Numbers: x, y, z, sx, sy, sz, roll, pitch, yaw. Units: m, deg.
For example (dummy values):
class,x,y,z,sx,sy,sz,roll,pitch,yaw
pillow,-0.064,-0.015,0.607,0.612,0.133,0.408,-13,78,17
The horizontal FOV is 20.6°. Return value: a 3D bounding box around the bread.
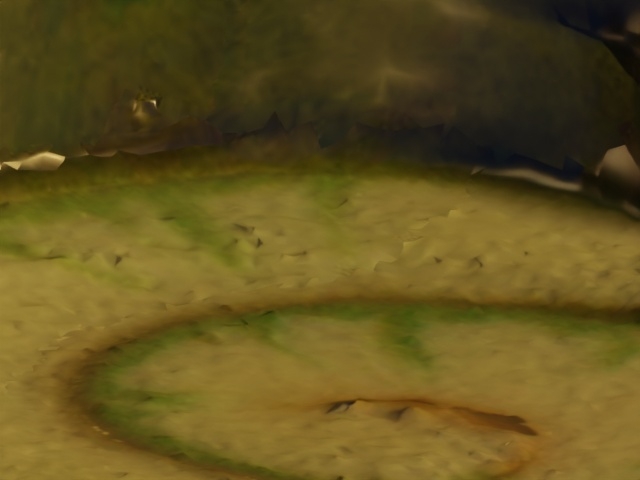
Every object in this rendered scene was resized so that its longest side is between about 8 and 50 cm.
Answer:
class,x,y,z,sx,sy,sz,roll,pitch,yaw
bread,0.000,0.000,0.619,0.366,0.382,0.129,14,62,-23
